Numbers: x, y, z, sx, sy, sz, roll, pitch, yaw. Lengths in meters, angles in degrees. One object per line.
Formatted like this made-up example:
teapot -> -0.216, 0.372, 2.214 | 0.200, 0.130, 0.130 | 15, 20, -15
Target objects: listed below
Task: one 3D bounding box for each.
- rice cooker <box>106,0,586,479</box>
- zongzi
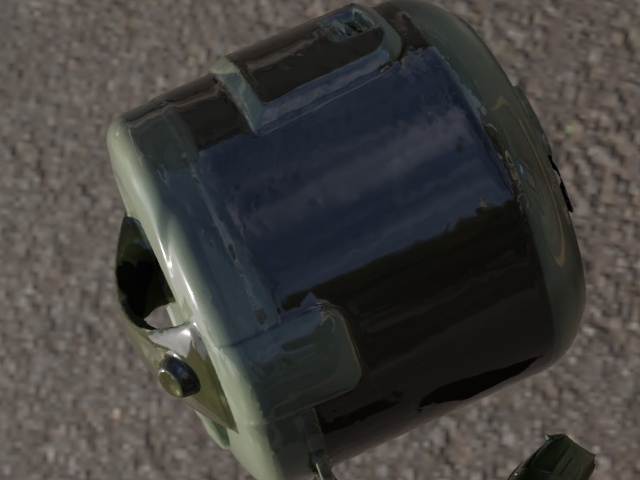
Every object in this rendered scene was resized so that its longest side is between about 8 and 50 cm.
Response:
rice cooker -> 0.000, 0.000, 1.296 | 0.335, 0.325, 0.335 | 156, 90, -84
zongzi -> 0.157, 0.217, 1.337 | 0.055, 0.109, 0.119 | 40, 145, 5
